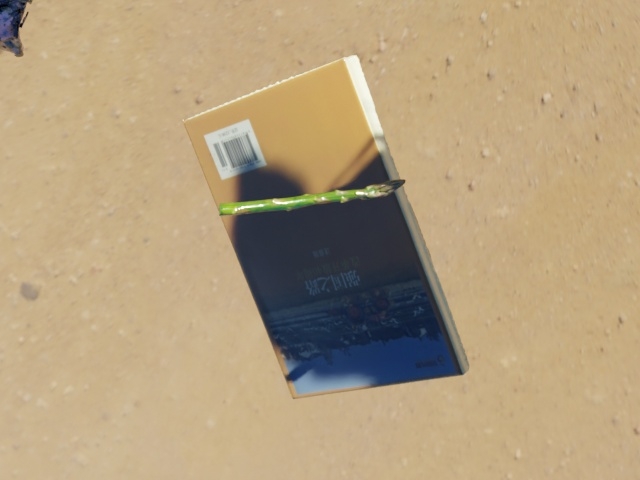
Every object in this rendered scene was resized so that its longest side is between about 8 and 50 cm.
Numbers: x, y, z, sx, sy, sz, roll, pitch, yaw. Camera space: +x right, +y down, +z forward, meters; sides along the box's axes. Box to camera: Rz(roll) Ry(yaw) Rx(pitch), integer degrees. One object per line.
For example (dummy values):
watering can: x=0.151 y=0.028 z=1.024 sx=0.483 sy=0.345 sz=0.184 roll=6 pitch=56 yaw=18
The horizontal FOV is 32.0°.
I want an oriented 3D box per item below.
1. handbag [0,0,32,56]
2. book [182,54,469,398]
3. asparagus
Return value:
handbag: x=-0.467 y=-0.279 z=1.283 sx=0.228 sy=0.207 sz=0.127 roll=44 pitch=137 yaw=32
book: x=0.000 y=0.000 z=1.289 sx=0.262 sy=0.028 sz=0.374 roll=-14 pitch=101 yaw=38
asparagus: x=-0.007 y=-0.034 z=0.956 sx=0.162 sy=0.016 sz=0.016 roll=-7 pitch=139 yaw=0
